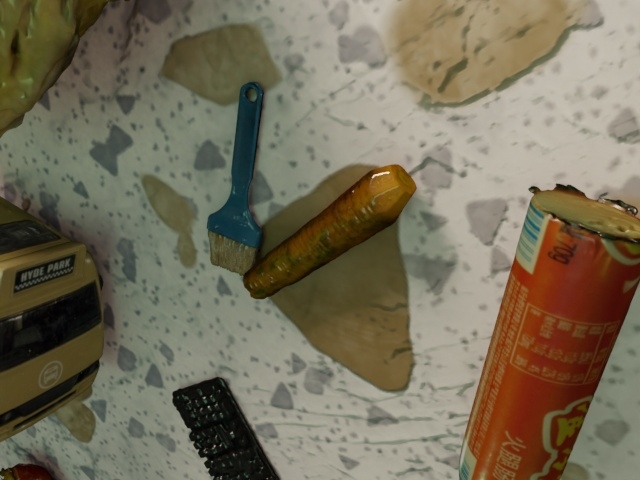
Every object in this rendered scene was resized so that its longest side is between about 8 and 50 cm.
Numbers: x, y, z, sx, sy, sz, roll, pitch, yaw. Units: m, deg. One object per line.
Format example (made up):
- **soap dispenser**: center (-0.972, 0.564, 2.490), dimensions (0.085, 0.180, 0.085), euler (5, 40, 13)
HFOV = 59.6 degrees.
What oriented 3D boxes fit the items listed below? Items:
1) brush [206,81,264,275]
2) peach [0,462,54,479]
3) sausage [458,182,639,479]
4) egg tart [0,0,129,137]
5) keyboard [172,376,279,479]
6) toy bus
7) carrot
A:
- **brush**: center (-0.065, -0.047, 0.456), dimensions (0.051, 0.014, 0.164), euler (20, 116, 17)
- **peach**: center (-0.383, 0.334, 0.736), dimensions (0.098, 0.061, 0.098), euler (5, 97, 43)
- **sausage**: center (0.144, 0.096, 0.377), dimensions (0.083, 0.083, 0.263), euler (16, 118, 20)
- **egg tart**: center (-0.265, -0.253, 0.387), dimensions (0.388, 0.169, 0.387), euler (10, 112, 26)
- **keyboard**: center (-0.076, 0.247, 0.573), dimensions (0.072, 0.023, 0.231), euler (-22, 99, 29)
- **toy bus**: center (-0.396, 0.033, 0.558), dimensions (0.366, 0.177, 0.201), euler (27, 113, 16)
- **carrot**: center (0.000, 0.000, 0.425), dimensions (0.171, 0.042, 0.042), euler (-35, 92, 32)
